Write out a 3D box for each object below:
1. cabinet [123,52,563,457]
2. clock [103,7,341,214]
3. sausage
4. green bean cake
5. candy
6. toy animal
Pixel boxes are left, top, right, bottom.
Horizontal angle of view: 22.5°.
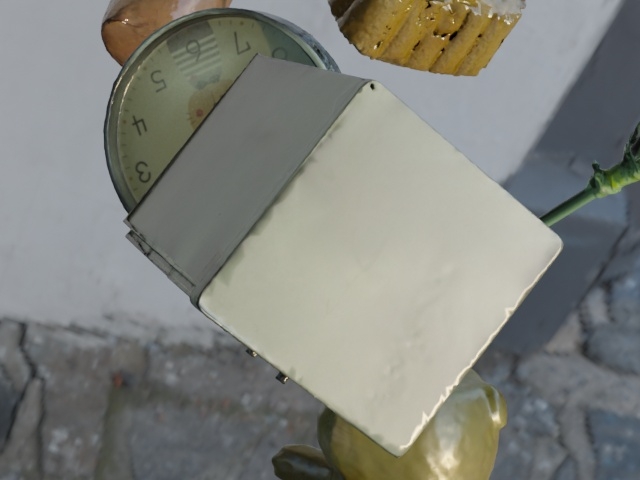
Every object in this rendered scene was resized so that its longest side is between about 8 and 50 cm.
[{"bbox_3d":[0.000,0.000,0.912,0.145,0.150,0.206,38,-3,-21],"label":"cabinet"},{"bbox_3d":[-0.081,-0.089,1.385,0.226,0.226,0.049,40,11,14],"label":"clock"},{"bbox_3d":[-0.152,-0.279,1.741,0.123,0.123,0.252,23,50,-5],"label":"sausage"},{"bbox_3d":[0.117,-0.324,1.947,0.224,0.131,0.229,5,53,-30],"label":"green bean cake"},{"bbox_3d":[0.255,-0.052,1.438,0.083,0.305,0.091,43,53,-10],"label":"candy"},{"bbox_3d":[0.021,0.258,1.400,0.180,0.363,0.181,25,11,4],"label":"toy animal"}]
